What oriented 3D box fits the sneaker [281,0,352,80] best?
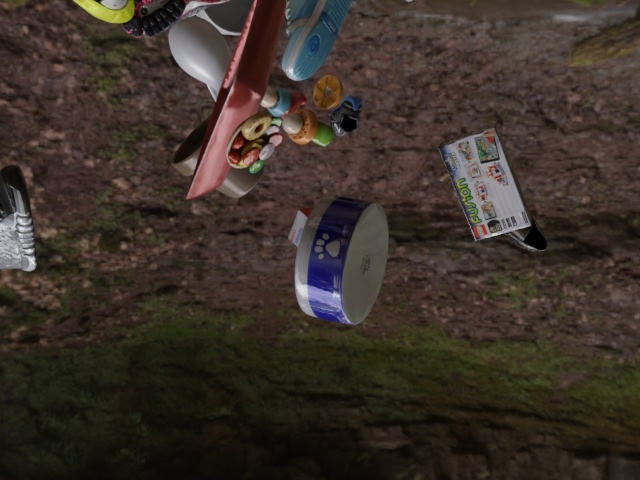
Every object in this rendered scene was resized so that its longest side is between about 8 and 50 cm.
[{"bbox_3d":[-0.061,-0.559,1.492,0.208,0.319,0.127,23,171,23],"label":"sneaker"}]

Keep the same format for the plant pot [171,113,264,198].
[{"bbox_3d":[-0.313,-0.261,1.931,0.229,0.263,0.263,46,164,-28],"label":"plant pot"}]

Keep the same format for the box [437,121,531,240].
[{"bbox_3d":[0.317,-0.110,1.145,0.114,0.207,0.036,-17,-162,27],"label":"box"}]

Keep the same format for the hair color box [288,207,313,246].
[{"bbox_3d":[0.000,0.000,1.510,0.167,0.093,0.053,39,-147,28],"label":"hair color box"}]

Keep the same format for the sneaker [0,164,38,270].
[{"bbox_3d":[-0.535,-0.021,0.958,0.132,0.229,0.086,-9,-130,-26],"label":"sneaker"}]

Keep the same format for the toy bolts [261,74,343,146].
[{"bbox_3d":[-0.069,-0.408,1.745,0.228,0.218,0.158,32,-165,36],"label":"toy bolts"}]

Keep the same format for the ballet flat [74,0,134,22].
[{"bbox_3d":[-0.362,-0.406,0.932,0.077,0.077,0.231,6,176,30],"label":"ballet flat"}]

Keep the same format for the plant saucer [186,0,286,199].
[{"bbox_3d":[-0.118,-0.218,0.869,0.047,0.259,0.259,20,142,-16],"label":"plant saucer"}]

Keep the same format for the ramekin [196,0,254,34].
[{"bbox_3d":[-0.252,-0.661,1.618,0.207,0.207,0.109,-3,-169,-31],"label":"ramekin"}]

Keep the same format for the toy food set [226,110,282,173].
[{"bbox_3d":[-0.080,-0.122,0.736,0.020,0.083,0.082,43,-167,23],"label":"toy food set"}]

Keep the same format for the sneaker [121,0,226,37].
[{"bbox_3d":[-0.254,-0.498,1.144,0.299,0.121,0.112,-25,-155,0],"label":"sneaker"}]

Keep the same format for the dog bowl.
[{"bbox_3d":[0.051,0.040,1.253,0.104,0.265,0.265,11,-169,24],"label":"dog bowl"}]

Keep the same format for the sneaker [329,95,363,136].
[{"bbox_3d":[0.064,-0.320,1.592,0.067,0.078,0.188,10,167,-11],"label":"sneaker"}]

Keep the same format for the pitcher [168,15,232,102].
[{"bbox_3d":[-0.273,-0.423,1.444,0.125,0.207,0.178,-38,175,-27],"label":"pitcher"}]

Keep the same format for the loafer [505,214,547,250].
[{"bbox_3d":[0.419,-0.044,1.269,0.220,0.080,0.078,30,-177,-32],"label":"loafer"}]
